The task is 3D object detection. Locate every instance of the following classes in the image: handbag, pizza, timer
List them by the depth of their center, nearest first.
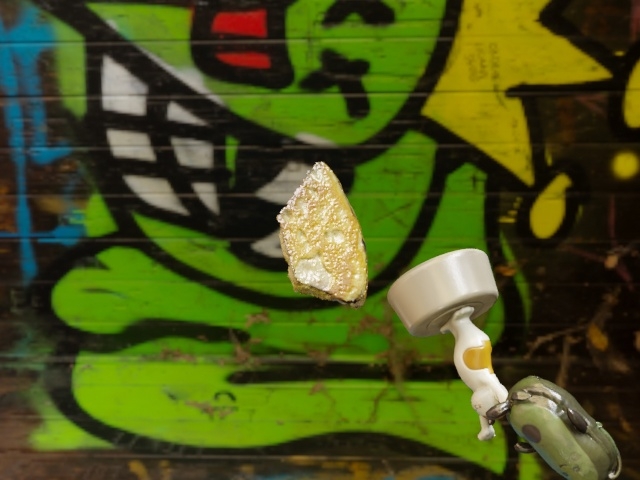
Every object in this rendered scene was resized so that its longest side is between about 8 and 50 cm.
[{"bbox_3d":[0.192,0.154,0.683,0.047,0.111,0.072,-42,173,-44],"label":"handbag"},{"bbox_3d":[0.000,0.000,0.896,0.036,0.099,0.160,-28,-101,61],"label":"pizza"},{"bbox_3d":[0.232,0.167,1.346,0.175,0.175,0.266,84,-14,-66],"label":"timer"}]
